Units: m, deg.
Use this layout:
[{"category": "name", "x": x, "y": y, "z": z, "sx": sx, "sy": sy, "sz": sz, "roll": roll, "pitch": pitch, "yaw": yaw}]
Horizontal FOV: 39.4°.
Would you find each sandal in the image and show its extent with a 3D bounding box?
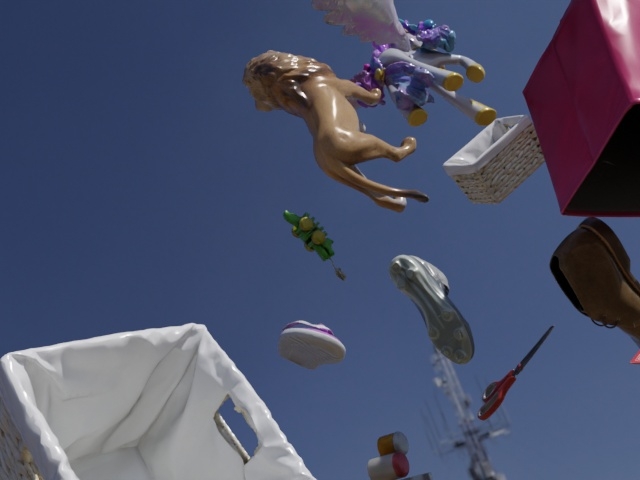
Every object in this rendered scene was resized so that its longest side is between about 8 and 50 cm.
[{"category": "sandal", "x": -0.033, "y": 0.267, "z": 2.427, "sx": 0.169, "sy": 0.102, "sz": 0.416, "roll": 25, "pitch": -18, "yaw": -9}]

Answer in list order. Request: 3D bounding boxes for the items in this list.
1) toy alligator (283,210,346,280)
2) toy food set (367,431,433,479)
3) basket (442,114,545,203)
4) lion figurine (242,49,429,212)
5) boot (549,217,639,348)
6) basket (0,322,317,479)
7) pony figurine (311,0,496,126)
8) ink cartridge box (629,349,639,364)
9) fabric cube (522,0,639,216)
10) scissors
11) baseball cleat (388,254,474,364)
[{"category": "toy alligator", "x": 0.000, "y": 0.000, "z": 1.867, "sx": 0.051, "sy": 0.189, "sz": 0.056, "roll": -43, "pitch": 0, "yaw": -30}, {"category": "toy food set", "x": 0.154, "y": 0.401, "z": 1.359, "sx": 0.104, "sy": 0.232, "sz": 0.111, "roll": -24, "pitch": -19, "yaw": 30}, {"category": "basket", "x": 0.345, "y": -0.155, "z": 1.748, "sx": 0.167, "sy": 0.113, "sz": 0.103, "roll": -40, "pitch": -73, "yaw": -16}, {"category": "lion figurine", "x": 0.021, "y": -0.199, "z": 1.563, "sx": 0.240, "sy": 0.392, "sz": 0.142, "roll": 12, "pitch": -62, "yaw": -35}, {"category": "boot", "x": 0.492, "y": 0.115, "z": 1.501, "sx": 0.115, "sy": 0.305, "sz": 0.112, "roll": -39, "pitch": 10, "yaw": -13}, {"category": "basket", "x": -0.246, "y": 0.321, "z": 1.161, "sx": 0.331, "sy": 0.328, "sz": 0.266, "roll": -3, "pitch": -46, "yaw": -48}, {"category": "pony figurine", "x": 0.160, "y": -0.371, "z": 1.909, "sx": 0.351, "sy": 0.363, "sz": 0.302, "roll": -6, "pitch": -54, "yaw": -31}, {"category": "ink cartridge box", "x": 0.842, "y": 0.190, "z": 1.933, "sx": 0.261, "sy": 0.066, "sz": 0.296, "roll": 1, "pitch": 20, "yaw": 39}, {"category": "fabric cube", "x": 0.491, "y": -0.210, "z": 1.348, "sx": 0.254, "sy": 0.258, "sz": 0.259, "roll": 1, "pitch": -35, "yaw": -11}, {"category": "scissors", "x": 0.466, "y": 0.323, "z": 2.132, "sx": 0.021, "sy": 0.109, "sz": 0.297, "roll": 33, "pitch": -54, "yaw": -4}, {"category": "baseball cleat", "x": 0.196, "y": 0.103, "z": 1.442, "sx": 0.072, "sy": 0.206, "sz": 0.109, "roll": -42, "pitch": -19, "yaw": 30}]
